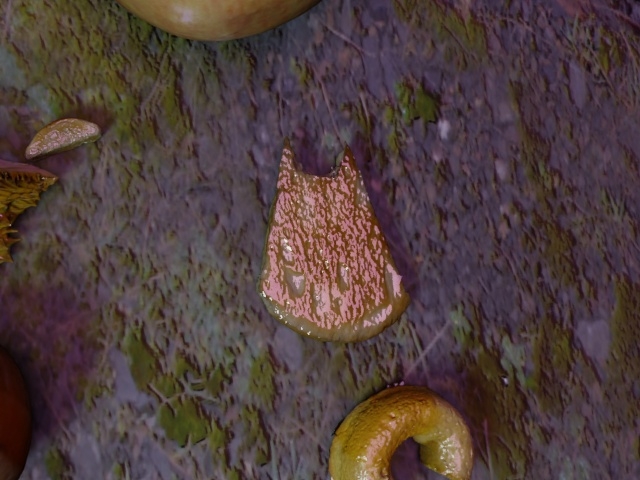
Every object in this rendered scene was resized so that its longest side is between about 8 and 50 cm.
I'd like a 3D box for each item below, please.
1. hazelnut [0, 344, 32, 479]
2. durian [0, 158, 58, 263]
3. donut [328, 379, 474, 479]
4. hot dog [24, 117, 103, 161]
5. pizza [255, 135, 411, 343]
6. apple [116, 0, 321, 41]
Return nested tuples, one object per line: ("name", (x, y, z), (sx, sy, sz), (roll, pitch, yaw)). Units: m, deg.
("hazelnut", (-0.391, 0.180, 0.689), (0.214, 0.176, 0.214), (7, 55, -10))
("durian", (-0.454, -0.015, 0.733), (0.305, 0.185, 0.196), (15, 106, -18))
("donut", (0.098, 0.247, 0.832), (0.181, 0.078, 0.146), (-17, 92, -14))
("hot dog", (-0.296, -0.120, 0.803), (0.090, 0.030, 0.034), (-22, 89, -13))
("pizza", (0.000, 0.000, 0.852), (0.181, 0.034, 0.262), (-14, 89, -13))
("apple", (-0.107, -0.404, 0.709), (0.391, 0.346, 0.392), (0, 89, -7))
